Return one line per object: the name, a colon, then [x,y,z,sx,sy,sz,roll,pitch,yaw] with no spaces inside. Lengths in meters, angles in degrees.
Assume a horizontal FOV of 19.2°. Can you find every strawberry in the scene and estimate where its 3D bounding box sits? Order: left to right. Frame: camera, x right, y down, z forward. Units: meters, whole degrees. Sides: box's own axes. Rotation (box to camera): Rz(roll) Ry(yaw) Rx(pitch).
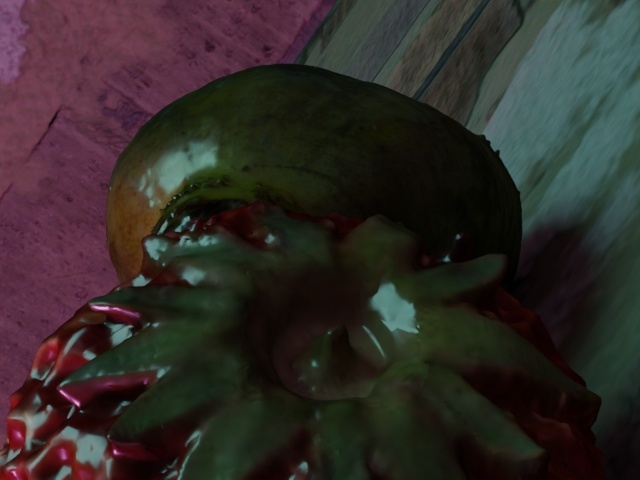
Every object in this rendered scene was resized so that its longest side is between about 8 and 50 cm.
strawberry: [-0.016,0.115,0.657,0.205,0.205,0.244,-67,-8,-47]

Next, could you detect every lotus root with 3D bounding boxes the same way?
lotus root: [0.000,0.000,0.843,0.173,0.173,0.309,-57,-13,2]
